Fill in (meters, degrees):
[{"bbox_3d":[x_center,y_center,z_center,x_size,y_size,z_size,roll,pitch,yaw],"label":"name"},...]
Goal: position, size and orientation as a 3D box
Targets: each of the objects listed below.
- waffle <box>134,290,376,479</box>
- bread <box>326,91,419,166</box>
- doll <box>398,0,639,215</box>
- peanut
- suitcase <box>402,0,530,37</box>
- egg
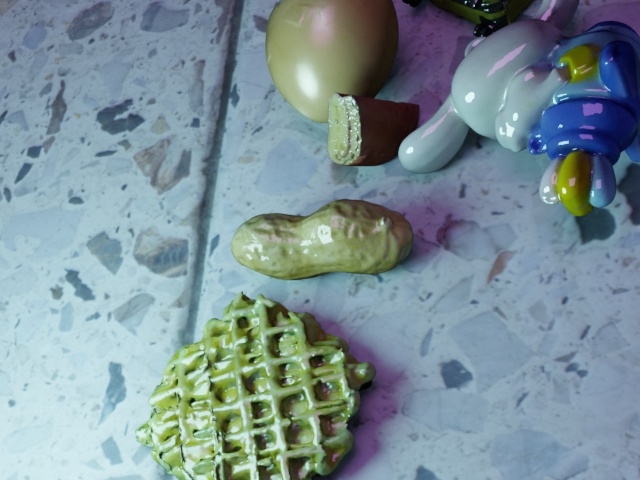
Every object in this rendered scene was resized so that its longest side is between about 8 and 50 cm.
[{"bbox_3d":[-0.093,0.214,1.786,0.317,0.073,0.297,29,71,34],"label":"waffle"},{"bbox_3d":[0.070,-0.156,1.960,0.067,0.192,0.119,36,111,30],"label":"bread"},{"bbox_3d":[0.332,-0.198,1.864,0.365,0.187,0.376,34,100,44],"label":"doll"},{"bbox_3d":[0.000,0.000,1.879,0.263,0.117,0.101,-7,33,20],"label":"peanut"},{"bbox_3d":[0.251,-0.447,2.073,0.194,0.143,0.235,32,72,35],"label":"suitcase"},{"bbox_3d":[0.017,-0.290,2.019,0.201,0.201,0.244,-5,62,17],"label":"egg"}]
